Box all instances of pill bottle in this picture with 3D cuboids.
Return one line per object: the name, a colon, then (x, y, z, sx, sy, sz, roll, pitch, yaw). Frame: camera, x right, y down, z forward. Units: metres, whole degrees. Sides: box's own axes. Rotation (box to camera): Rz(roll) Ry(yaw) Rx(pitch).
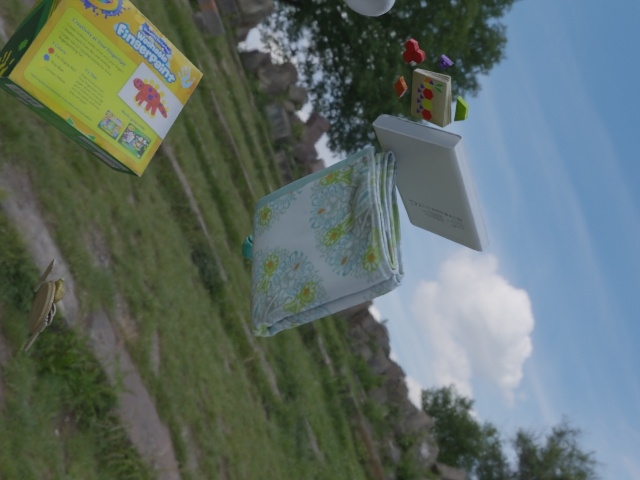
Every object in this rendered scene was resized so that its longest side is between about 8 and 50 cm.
pill bottle: (0.124, -0.582, 1.376, 0.117, 0.117, 0.215, 81, 27, -65)

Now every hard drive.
hard drive: (0.234, -0.115, 1.377, 0.203, 0.040, 0.307, 26, -25, 40)

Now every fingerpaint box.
fingerpaint box: (-0.596, -0.453, 1.806, 0.163, 0.371, 0.445, 16, -17, 41)

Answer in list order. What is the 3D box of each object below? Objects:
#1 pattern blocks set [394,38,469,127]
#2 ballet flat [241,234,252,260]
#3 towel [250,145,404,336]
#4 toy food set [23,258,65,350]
pattern blocks set: (0.360, -0.468, 2.154, 0.285, 0.026, 0.324, 37, -34, 25)
ballet flat: (-0.152, 0.066, 2.200, 0.247, 0.087, 0.083, 26, 24, -18)
towel: (0.000, 0.000, 1.361, 0.090, 0.375, 0.320, 35, 43, -40)
toy food set: (-0.604, 0.147, 1.463, 0.039, 0.132, 0.192, 24, 35, -32)
